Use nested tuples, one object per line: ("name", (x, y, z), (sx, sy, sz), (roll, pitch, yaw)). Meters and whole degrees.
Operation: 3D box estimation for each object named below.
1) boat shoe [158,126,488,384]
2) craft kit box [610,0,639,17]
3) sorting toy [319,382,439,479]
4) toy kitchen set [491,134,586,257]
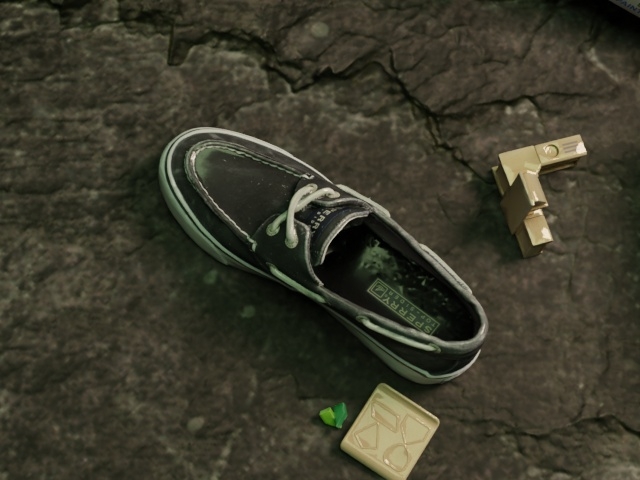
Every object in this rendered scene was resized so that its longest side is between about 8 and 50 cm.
("boat shoe", (0.000, 0.000, 0.963), (0.301, 0.102, 0.108), (38, 72, 9))
("craft kit box", (0.349, -0.294, 1.094), (0.247, 0.061, 0.249), (25, 70, -6))
("sorting toy", (0.043, 0.144, 0.962), (0.083, 0.012, 0.062), (33, 76, 4))
("toy kitchen set", (0.192, -0.042, 1.010), (0.075, 0.068, 0.083), (-14, 72, -9))
